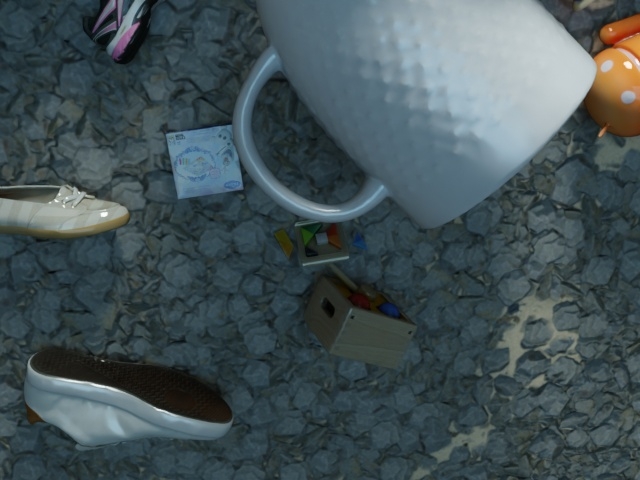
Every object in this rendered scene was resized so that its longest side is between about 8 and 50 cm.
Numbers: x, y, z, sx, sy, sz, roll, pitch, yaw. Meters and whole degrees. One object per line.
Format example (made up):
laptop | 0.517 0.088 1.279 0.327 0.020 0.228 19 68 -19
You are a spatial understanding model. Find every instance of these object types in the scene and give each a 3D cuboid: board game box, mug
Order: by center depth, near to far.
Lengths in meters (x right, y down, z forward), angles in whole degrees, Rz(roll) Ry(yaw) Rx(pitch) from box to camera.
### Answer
mug | 0.066 -0.188 0.856 0.328 0.276 0.374 44 90 -8
board game box | -0.154 -0.106 0.989 0.090 0.020 0.090 -9 107 -5

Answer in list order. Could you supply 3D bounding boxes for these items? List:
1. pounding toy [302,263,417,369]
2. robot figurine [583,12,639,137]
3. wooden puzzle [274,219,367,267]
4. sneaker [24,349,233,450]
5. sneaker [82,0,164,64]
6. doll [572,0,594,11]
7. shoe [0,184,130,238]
pounding toy | 0.044 0.091 1.029 0.130 0.141 0.100 18 104 -27
robot figurine | 0.447 -0.216 0.980 0.220 0.128 0.158 -25 115 0
wooden puzzle | 0.000 0.000 1.023 0.116 0.078 0.014 -15 150 -8
sneaker | -0.271 0.244 1.046 0.290 0.106 0.123 16 111 -2
sneaker | -0.229 -0.309 0.894 0.077 0.072 0.178 33 95 -5
doll | 0.287 -0.379 0.930 0.189 0.129 0.046 43 142 -21
shoe | -0.359 -0.041 0.951 0.219 0.076 0.058 0 112 -6
